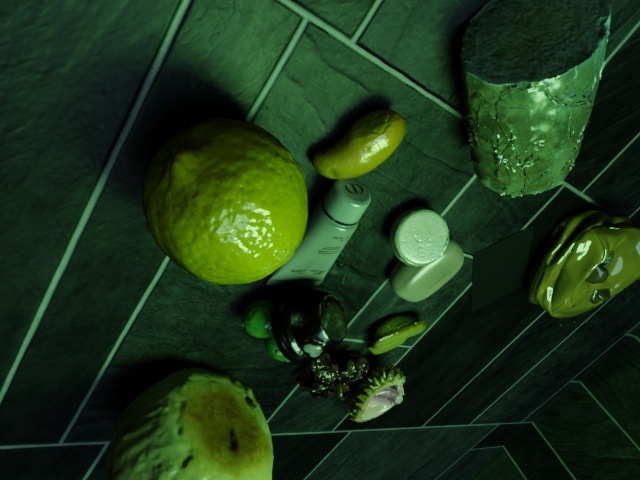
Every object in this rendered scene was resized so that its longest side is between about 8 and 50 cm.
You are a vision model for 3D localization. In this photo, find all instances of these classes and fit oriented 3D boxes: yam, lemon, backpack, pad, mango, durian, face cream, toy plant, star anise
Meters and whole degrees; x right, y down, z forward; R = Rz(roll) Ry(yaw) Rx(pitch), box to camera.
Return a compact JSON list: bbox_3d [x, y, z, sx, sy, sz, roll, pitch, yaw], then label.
[{"bbox_3d":[0.385,-0.259,0.920,0.240,0.241,0.348,-28,140,-3],"label":"yam"},{"bbox_3d":[-0.140,-0.053,0.785,0.253,0.254,0.310,-31,155,0],"label":"lemon"},{"bbox_3d":[0.813,0.086,1.506,0.353,0.201,0.378,-1,128,-24],"label":"backpack"},{"bbox_3d":[0.544,0.094,1.501,0.202,0.005,0.300,-25,138,-6],"label":"pad"},{"bbox_3d":[0.077,-0.172,0.922,0.190,0.075,0.098,-33,123,8],"label":"mango"},{"bbox_3d":[0.162,0.470,1.547,0.191,0.112,0.341,-21,149,-5],"label":"durian"},{"bbox_3d":[0.000,0.000,1.050,0.143,0.089,0.314,1,141,-31],"label":"face cream"},{"bbox_3d":[-0.061,0.199,1.141,0.235,0.176,0.218,-14,139,31],"label":"toy plant"},{"bbox_3d":[0.046,0.382,1.405,0.220,0.126,0.190,0,127,-26],"label":"star anise"}]

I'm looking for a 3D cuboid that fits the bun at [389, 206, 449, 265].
[{"bbox_3d":[0.223,-0.013,1.154,0.138,0.094,0.138,-1,102,-6],"label":"bun"}]

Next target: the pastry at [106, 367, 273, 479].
[{"bbox_3d":[-0.296,0.495,1.132,0.312,0.389,0.388,-44,137,19],"label":"pastry"}]

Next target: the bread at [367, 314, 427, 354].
[{"bbox_3d":[0.219,0.269,1.446,0.187,0.065,0.149,-19,148,-18],"label":"bread"}]

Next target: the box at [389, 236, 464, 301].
[{"bbox_3d":[0.268,0.071,1.256,0.200,0.088,0.146,-43,138,15],"label":"box"}]
